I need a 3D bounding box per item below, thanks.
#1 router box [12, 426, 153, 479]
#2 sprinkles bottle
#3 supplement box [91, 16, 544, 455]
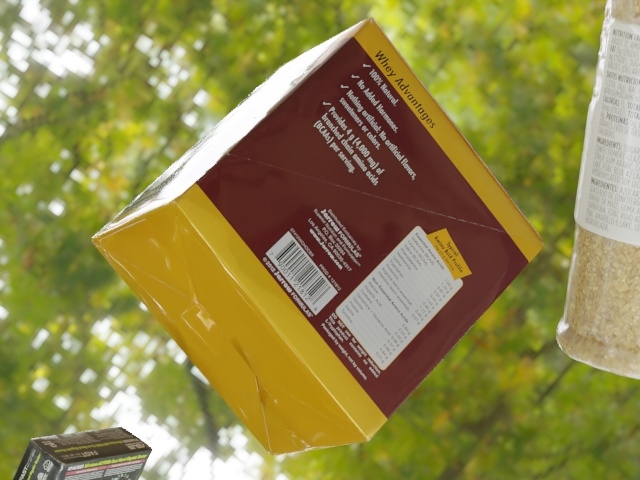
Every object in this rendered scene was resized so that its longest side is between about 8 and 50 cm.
[{"bbox_3d":[-0.194,0.196,1.385,0.038,0.092,0.122,32,-166,25],"label":"router box"},{"bbox_3d":[0.232,-0.091,1.145,0.121,0.355,0.121,6,-167,-1],"label":"sprinkles bottle"},{"bbox_3d":[0.000,0.000,1.149,0.194,0.129,0.191,-45,-77,-29],"label":"supplement box"}]
